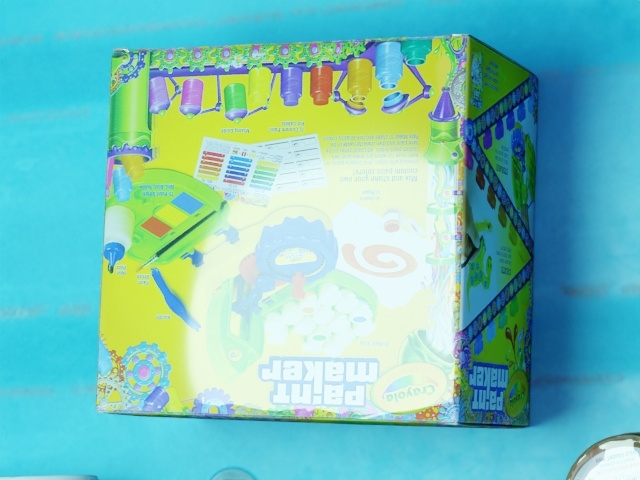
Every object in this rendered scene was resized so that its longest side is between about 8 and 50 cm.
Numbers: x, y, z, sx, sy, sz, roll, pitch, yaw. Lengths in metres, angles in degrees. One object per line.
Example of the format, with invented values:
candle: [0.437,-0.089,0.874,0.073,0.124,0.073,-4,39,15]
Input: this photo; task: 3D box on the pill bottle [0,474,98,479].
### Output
pill bottle: [-0.242,0.355,1.580,0.188,0.188,0.334,-6,82,23]

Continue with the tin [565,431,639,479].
tin: [0.238,0.235,1.469,0.106,0.040,0.189,-17,78,25]

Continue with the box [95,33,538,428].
box: [0.000,0.000,1.519,0.290,0.177,0.279,0,84,23]
